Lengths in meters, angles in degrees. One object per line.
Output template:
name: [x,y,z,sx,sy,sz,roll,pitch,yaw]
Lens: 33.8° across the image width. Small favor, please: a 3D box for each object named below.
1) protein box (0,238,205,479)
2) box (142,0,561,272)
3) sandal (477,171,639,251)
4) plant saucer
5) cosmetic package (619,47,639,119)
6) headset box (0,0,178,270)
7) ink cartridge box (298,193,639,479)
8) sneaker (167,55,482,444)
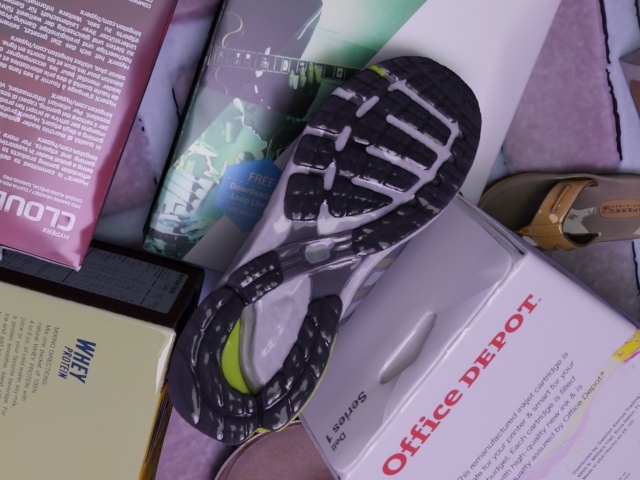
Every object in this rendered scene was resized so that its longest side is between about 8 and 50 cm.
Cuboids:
protein box: [-0.208,0.103,0.741,0.201,0.136,0.200,16,105,-1]
box: [0.027,-0.112,0.771,0.232,0.058,0.322,16,104,-14]
sandal: [0.198,-0.018,0.835,0.180,0.049,0.072,-6,109,-8]
plant saucer: [-0.013,0.220,0.888,0.168,0.029,0.169,-3,109,-8]
cosmetic package: [0.285,-0.101,0.826,0.060,0.041,0.115,-28,110,0]
headset box: [-0.156,-0.133,0.648,0.110,0.218,0.293,19,103,-15]
ink cartridge box: [0.145,0.117,0.797,0.278,0.117,0.201,31,101,-35]
sneaker: [0.000,0.000,0.724,0.111,0.121,0.300,38,80,-1]
